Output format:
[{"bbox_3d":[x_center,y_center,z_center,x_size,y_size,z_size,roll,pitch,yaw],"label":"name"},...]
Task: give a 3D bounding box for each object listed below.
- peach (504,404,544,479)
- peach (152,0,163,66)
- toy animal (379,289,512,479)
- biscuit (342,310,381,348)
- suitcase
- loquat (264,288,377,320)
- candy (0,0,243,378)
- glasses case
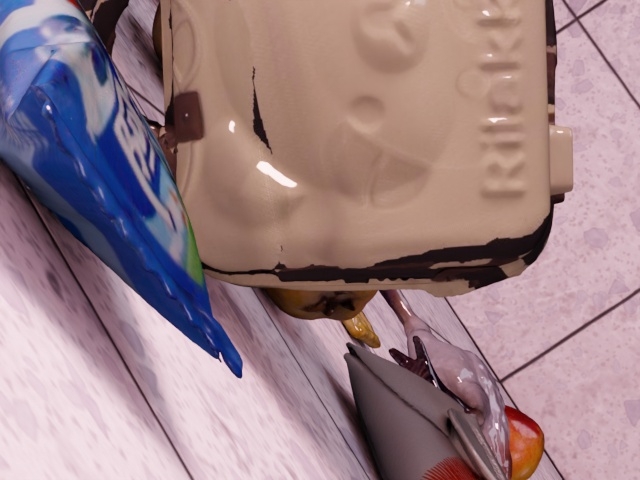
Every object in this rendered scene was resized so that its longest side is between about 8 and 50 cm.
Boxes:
[{"bbox_3d":[0.186,0.216,1.945,0.101,0.101,0.101,55,6,-8],"label":"peach"},{"bbox_3d":[-0.031,-0.209,1.766,0.232,0.257,0.232,54,2,-3],"label":"peach"},{"bbox_3d":[0.128,0.148,1.879,0.195,0.090,0.324,58,8,-13],"label":"toy animal"},{"bbox_3d":[0.028,0.070,1.862,0.083,0.018,0.081,57,6,18],"label":"biscuit"},{"bbox_3d":[-0.002,-0.134,1.262,0.194,0.339,0.351,-5,94,-87],"label":"suitcase"},{"bbox_3d":[0.000,0.000,1.496,0.137,0.137,0.113,58,-20,16],"label":"loquat"},{"bbox_3d":[-0.133,-0.066,0.996,0.187,0.077,0.331,55,3,-32],"label":"candy"},{"bbox_3d":[0.096,0.184,1.453,0.128,0.083,0.308,53,6,-31],"label":"glasses case"}]
